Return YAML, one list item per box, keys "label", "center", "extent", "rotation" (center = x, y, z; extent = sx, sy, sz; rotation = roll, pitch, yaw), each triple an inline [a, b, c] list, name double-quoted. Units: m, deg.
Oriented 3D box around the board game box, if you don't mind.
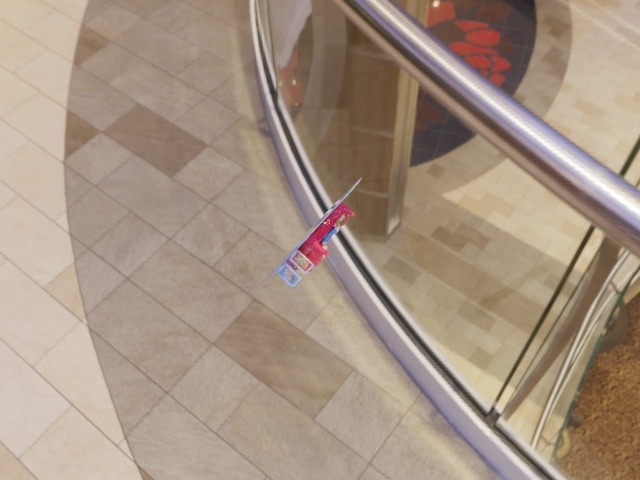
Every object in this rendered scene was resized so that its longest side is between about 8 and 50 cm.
- label: "board game box"
  center: [0.000, 0.000, 0.736]
  extent: [0.033, 0.133, 0.169]
  rotation: [44, 93, -2]
